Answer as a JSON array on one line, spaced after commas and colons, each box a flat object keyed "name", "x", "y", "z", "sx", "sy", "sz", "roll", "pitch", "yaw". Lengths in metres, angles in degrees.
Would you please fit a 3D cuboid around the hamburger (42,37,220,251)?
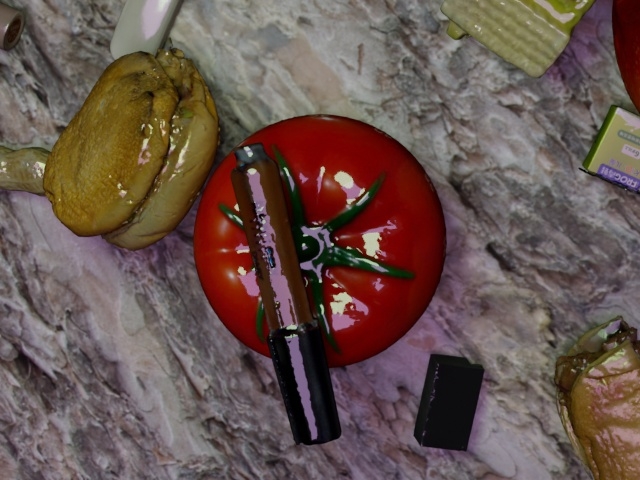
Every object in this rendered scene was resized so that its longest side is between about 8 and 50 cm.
[{"name": "hamburger", "x": -0.279, "y": -0.143, "z": 1.834, "sx": 0.170, "sy": 0.290, "sz": 0.314, "roll": 20, "pitch": 118, "yaw": -39}]

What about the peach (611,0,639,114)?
[{"name": "peach", "x": 0.581, "y": -0.278, "z": 1.638, "sx": 0.388, "sy": 0.388, "sz": 0.388, "roll": 1, "pitch": 100, "yaw": 8}]

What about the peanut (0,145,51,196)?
[{"name": "peanut", "x": -0.484, "y": -0.118, "z": 1.968, "sx": 0.174, "sy": 0.080, "sz": 0.080, "roll": 8, "pitch": 101, "yaw": 6}]

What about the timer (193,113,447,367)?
[{"name": "timer", "x": 0.000, "y": 0.000, "z": 1.814, "sx": 0.378, "sy": 0.279, "sz": 0.378, "roll": 1, "pitch": 97, "yaw": 9}]

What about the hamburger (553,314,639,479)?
[{"name": "hamburger", "x": 0.457, "y": 0.270, "z": 1.855, "sx": 0.245, "sy": 0.155, "sz": 0.282, "roll": 24, "pitch": 106, "yaw": 7}]

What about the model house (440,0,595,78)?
[{"name": "model house", "x": 0.307, "y": -0.365, "z": 1.775, "sx": 0.193, "sy": 0.175, "sz": 0.234, "roll": 35, "pitch": 113, "yaw": 0}]

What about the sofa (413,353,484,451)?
[{"name": "sofa", "x": 0.205, "y": 0.259, "z": 1.946, "sx": 0.085, "sy": 0.060, "sz": 0.147, "roll": 8, "pitch": 102, "yaw": -10}]

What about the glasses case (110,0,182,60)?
[{"name": "glasses case", "x": -0.266, "y": -0.364, "z": 1.905, "sx": 0.081, "sy": 0.051, "sz": 0.204, "roll": 28, "pitch": 102, "yaw": 2}]

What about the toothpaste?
[{"name": "toothpaste", "x": 0.560, "y": -0.092, "z": 1.816, "sx": 0.327, "sy": 0.077, "sz": 0.110, "roll": 24, "pitch": 100, "yaw": 4}]

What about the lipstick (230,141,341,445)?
[{"name": "lipstick", "x": -0.050, "y": 0.073, "z": 1.653, "sx": 0.077, "sy": 0.077, "sz": 0.418, "roll": -13, "pitch": 94, "yaw": 11}]

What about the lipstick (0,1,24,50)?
[{"name": "lipstick", "x": -0.604, "y": -0.384, "z": 1.943, "sx": 0.254, "sy": 0.070, "sz": 0.070, "roll": 23, "pitch": 102, "yaw": 4}]
